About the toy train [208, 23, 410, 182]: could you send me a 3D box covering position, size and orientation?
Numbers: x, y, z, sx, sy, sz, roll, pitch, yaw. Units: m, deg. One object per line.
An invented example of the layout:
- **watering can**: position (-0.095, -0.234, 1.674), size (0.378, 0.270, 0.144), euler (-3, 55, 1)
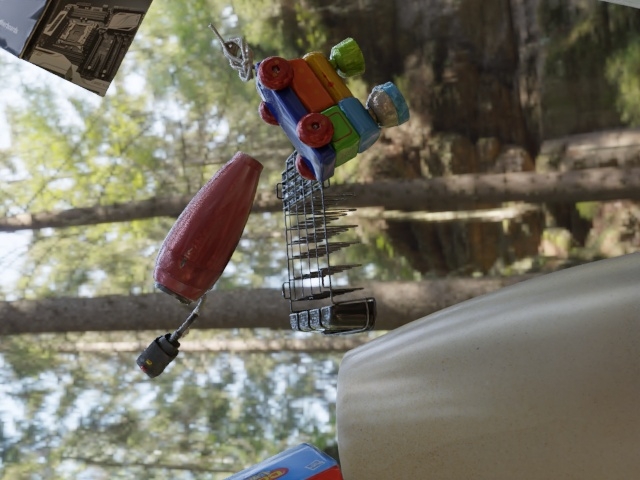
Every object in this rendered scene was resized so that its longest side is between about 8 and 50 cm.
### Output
- **toy train**: position (-0.012, -0.203, 1.144), size (0.248, 0.143, 0.105), euler (56, 166, 18)

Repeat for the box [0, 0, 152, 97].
- **box**: position (-0.213, -0.269, 0.689), size (0.076, 0.307, 0.242), euler (22, -82, -54)

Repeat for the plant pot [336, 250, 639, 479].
- **plant pot**: position (0.159, 0.142, 0.768), size (0.256, 0.274, 0.256), euler (-6, -90, -76)

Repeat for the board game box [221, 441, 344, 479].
- **board game box**: position (-0.089, 0.393, 0.889), size (0.308, 0.086, 0.302), euler (-21, -80, -21)

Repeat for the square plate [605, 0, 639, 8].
- **square plate**: position (0.284, -0.360, 0.790), size (0.049, 0.347, 0.344), euler (-22, -54, -41)

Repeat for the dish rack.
- **dish rack**: position (0.000, 0.000, 1.348), size (0.074, 0.208, 0.271), euler (-3, -97, -20)

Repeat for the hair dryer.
- **hair dryer**: position (-0.151, 0.010, 1.183), size (0.293, 0.080, 0.223), euler (-58, 7, 33)
